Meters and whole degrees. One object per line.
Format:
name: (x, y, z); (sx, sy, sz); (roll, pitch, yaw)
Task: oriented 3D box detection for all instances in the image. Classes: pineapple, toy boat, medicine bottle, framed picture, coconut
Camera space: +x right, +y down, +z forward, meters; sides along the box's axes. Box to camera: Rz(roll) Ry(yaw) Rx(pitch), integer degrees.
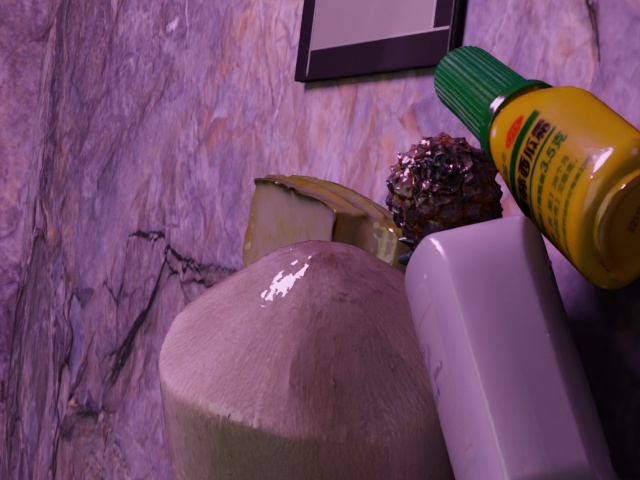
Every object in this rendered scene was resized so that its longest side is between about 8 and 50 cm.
pineapple: (0.094, -0.020, 1.353); (0.103, 0.083, 0.221); (42, 172, 20)
toy boat: (-0.006, -0.001, 1.690); (0.276, 0.084, 0.111); (-149, 66, -64)
medicine bottle: (0.162, -0.070, 1.334); (0.309, 0.076, 0.111); (-126, 43, -60)
medicine bottle: (0.141, 0.141, 1.236); (0.161, 0.111, 0.296); (80, 178, -61)
framed picture: (0.060, -0.283, 1.708); (0.347, 0.016, 0.265); (-178, 95, -67)
coconut: (-0.004, 0.121, 1.414); (0.237, 0.237, 0.266); (-129, 34, -60)
